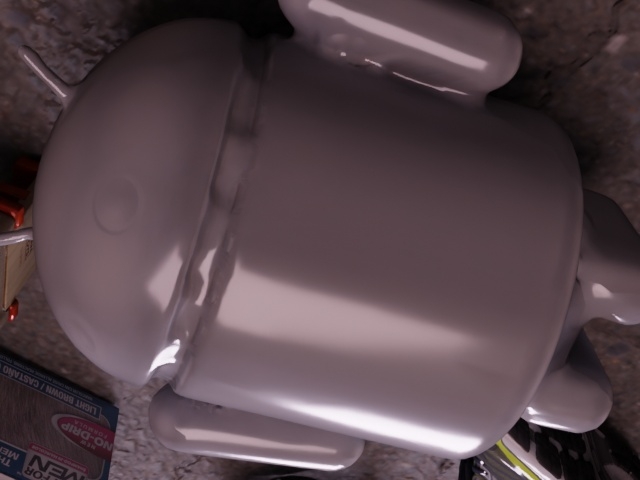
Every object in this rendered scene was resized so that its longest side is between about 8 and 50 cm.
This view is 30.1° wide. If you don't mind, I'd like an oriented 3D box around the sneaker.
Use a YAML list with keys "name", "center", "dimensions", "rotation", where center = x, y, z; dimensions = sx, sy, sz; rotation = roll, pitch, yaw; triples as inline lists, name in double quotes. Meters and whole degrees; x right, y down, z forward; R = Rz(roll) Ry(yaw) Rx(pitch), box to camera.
- name: "sneaker"
  center: [0.142, 0.166, 0.865]
  dimensions: [0.121, 0.111, 0.300]
  rotation: [-21, 127, 28]

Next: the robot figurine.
- name: "robot figurine"
  center: [0.000, 0.000, 0.645]
  dimensions: [0.353, 0.200, 0.300]
  rotation: [16, 110, -11]

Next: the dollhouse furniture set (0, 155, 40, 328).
- name: "dollhouse furniture set"
  center: [-0.307, -0.021, 0.726]
  dimensions: [0.259, 0.135, 0.262]
  rotation: [19, 133, 2]

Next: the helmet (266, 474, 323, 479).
- name: "helmet"
  center: [-0.017, 0.282, 0.960]
  dimensions: [0.169, 0.169, 0.161]
  rotation: [-9, 150, 13]

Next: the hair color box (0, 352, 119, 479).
- name: "hair color box"
  center: [-0.328, 0.217, 0.944]
  dimensions: [0.174, 0.105, 0.347]
  rotation: [31, 129, -27]
